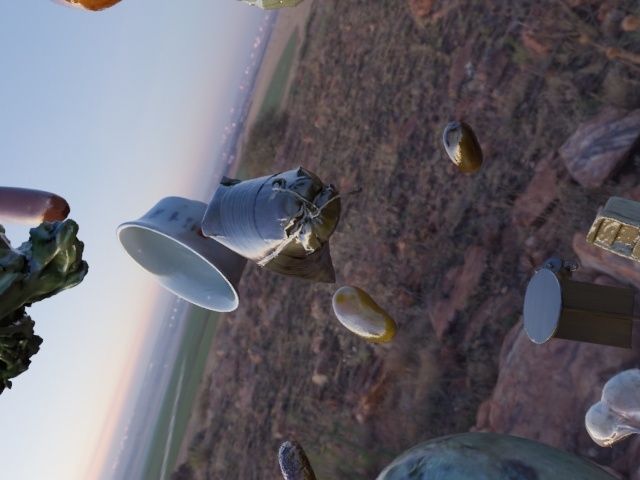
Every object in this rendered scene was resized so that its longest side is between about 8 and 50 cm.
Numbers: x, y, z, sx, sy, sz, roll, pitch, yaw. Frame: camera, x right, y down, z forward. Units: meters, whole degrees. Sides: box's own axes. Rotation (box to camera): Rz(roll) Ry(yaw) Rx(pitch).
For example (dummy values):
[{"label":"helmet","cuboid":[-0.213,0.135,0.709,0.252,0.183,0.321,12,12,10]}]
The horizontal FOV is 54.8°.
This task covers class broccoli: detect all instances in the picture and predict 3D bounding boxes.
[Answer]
[{"label":"broccoli","cuboid":[-0.253,0.062,0.457,0.274,0.198,0.177,14,123,46]}]

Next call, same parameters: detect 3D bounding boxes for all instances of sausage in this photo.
[{"label":"sausage","cuboid":[-0.566,-0.065,1.153,0.077,0.194,0.077,5,-90,-89]}]

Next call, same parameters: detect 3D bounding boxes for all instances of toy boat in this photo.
[{"label":"toy boat","cuboid":[0.597,-0.010,1.124,0.061,0.188,0.116,-58,-22,-22]}]

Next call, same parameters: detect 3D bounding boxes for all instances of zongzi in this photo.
[{"label":"zongzi","cuboid":[0.000,0.000,0.791,0.247,0.241,0.111,-1,63,56]}]

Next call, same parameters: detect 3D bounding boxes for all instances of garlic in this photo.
[{"label":"garlic","cuboid":[0.560,0.318,1.128,0.099,0.124,0.175,-13,-39,-50]}]

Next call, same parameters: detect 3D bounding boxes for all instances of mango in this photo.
[{"label":"mango","cuboid":[0.105,0.184,1.505,0.090,0.178,0.115,-44,-15,-32]}]

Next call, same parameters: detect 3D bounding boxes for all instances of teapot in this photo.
[{"label":"teapot","cuboid":[0.677,0.081,1.764,0.121,0.068,0.076,-20,43,42]}]

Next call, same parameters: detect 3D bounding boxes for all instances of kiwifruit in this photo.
[{"label":"kiwifruit","cuboid":[0.303,-0.197,1.312,0.075,0.124,0.075,-24,37,20]}]

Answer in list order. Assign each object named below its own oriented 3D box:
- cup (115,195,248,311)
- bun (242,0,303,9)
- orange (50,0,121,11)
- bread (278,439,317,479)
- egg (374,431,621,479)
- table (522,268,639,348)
[{"label":"cup","cuboid":[-0.314,0.014,1.537,0.163,0.347,0.347,-59,5,-29]},{"label":"bun","cuboid":[-0.104,-0.531,1.018,0.364,0.364,0.202,130,154,-60]},{"label":"orange","cuboid":[-0.369,-0.459,0.925,0.170,0.224,0.224,-84,17,-44]},{"label":"bread","cuboid":[-0.045,0.547,1.397,0.193,0.063,0.193,159,90,-77]},{"label":"egg","cuboid":[0.230,0.398,0.671,0.345,0.428,0.345,-45,-6,-6]},{"label":"table","cuboid":[0.598,0.162,1.381,0.167,0.226,0.167,-171,90,-83]}]
